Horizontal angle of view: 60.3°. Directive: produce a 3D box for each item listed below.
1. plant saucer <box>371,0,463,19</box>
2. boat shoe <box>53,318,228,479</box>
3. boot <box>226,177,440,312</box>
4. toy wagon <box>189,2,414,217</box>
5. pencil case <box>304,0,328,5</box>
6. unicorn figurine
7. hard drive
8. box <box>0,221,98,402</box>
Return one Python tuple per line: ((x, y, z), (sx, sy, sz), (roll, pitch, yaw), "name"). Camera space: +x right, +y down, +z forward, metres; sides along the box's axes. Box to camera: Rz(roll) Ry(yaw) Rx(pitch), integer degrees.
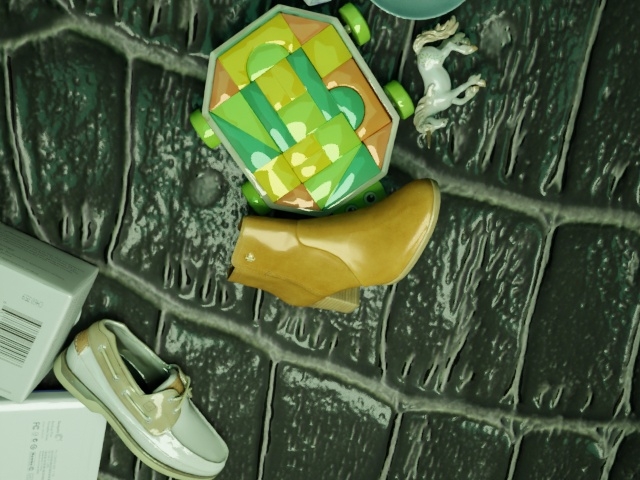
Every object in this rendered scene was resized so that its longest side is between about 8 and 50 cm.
((0.128, -0.394, 0.730), (0.194, 0.037, 0.195), (-1, 104, -4), "plant saucer")
((-0.246, 0.241, 0.822), (0.302, 0.113, 0.103), (42, 103, -12), "boat shoe")
((0.000, 0.000, 0.731), (0.211, 0.104, 0.295), (18, 137, -19), "boot")
((-0.001, -0.143, 0.767), (0.267, 0.068, 0.344), (-34, 104, 4), "toy wagon")
((-0.035, -0.421, 0.650), (0.124, 0.113, 0.273), (-30, 97, 44), "pencil case")
((0.172, -0.219, 0.774), (0.111, 0.060, 0.162), (-19, 89, 1), "unicorn figurine")
((-0.489, 0.320, 0.797), (0.318, 0.040, 0.210), (6, 104, -30), "hard drive")
((-0.440, 0.091, 0.763), (0.181, 0.119, 0.181), (27, 101, -10), "box")
